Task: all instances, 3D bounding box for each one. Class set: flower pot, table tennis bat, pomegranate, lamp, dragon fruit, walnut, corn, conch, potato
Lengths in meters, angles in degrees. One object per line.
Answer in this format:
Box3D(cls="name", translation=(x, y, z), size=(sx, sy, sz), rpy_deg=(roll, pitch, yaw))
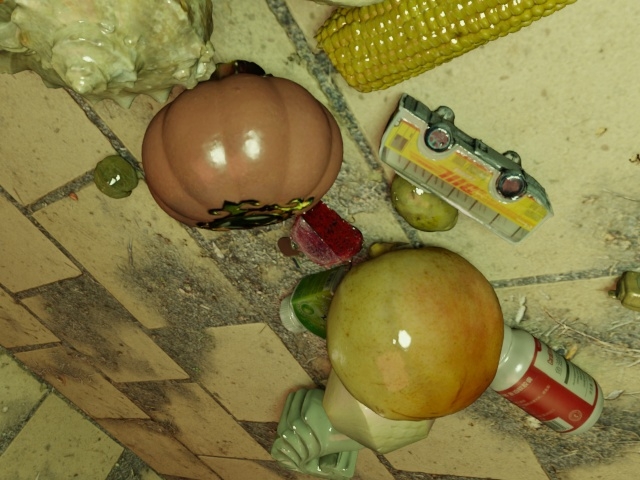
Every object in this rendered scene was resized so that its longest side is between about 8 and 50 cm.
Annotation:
Box3D(cls="flower pot", translation=(0.004, 0.539, 1.463), size=(0.253, 0.165, 0.368), rpy_deg=(17, 137, 4))
Box3D(cls="table tennis bat", translation=(-0.061, 0.026, 1.104), size=(0.050, 0.007, 0.083), rpy_deg=(-4, 127, 30))
Box3D(cls="pomegranate", translation=(0.157, 0.144, 0.905), size=(0.318, 0.319, 0.319), rpy_deg=(15, 137, 14))
Box3D(cls="lamp", translation=(-0.119, -0.142, 0.794), size=(0.305, 0.240, 0.305), rpy_deg=(-10, 169, -2))
Box3D(cls="dragon fruit", translation=(0.000, 0.000, 0.982), size=(0.147, 0.102, 0.096), rpy_deg=(44, 129, -4))
Box3D(cls="walnut", translation=(-0.426, -0.131, 1.085), size=(0.092, 0.092, 0.092), rpy_deg=(15, 137, 14))
Box3D(cls="corn", translation=(0.158, -0.280, 0.590), size=(0.387, 0.144, 0.144), rpy_deg=(-22, 119, 40))
Box3D(cls="conch", translation=(-0.264, -0.275, 0.654), size=(0.296, 0.352, 0.210), rpy_deg=(-9, 126, 13))
Box3D(cls="potato", translation=(0.169, -0.061, 0.851), size=(0.091, 0.070, 0.138), rpy_deg=(-21, 120, 41))

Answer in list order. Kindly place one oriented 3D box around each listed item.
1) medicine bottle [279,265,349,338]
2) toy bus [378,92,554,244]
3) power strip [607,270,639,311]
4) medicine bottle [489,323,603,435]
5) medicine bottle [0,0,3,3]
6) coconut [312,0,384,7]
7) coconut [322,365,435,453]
Box3D(cls="medicine bottle", translation=(0.006, 0.141, 1.123), size=(0.188, 0.088, 0.132), rpy_deg=(-21, 120, 39))
Box3D(cls="toy bus", translation=(0.207, -0.103, 0.759), size=(0.268, 0.092, 0.106), rpy_deg=(32, 123, -5))
Box3D(cls="power strip", translation=(0.607, 0.102, 0.789), size=(0.305, 0.064, 0.044), rpy_deg=(12, 129, 17))
Box3D(cls="medicine bottle", translation=(0.405, 0.259, 1.000), size=(0.250, 0.131, 0.131), rpy_deg=(35, 138, -7))
Box3D(cls="medicine bottle", translation=(-0.383, -0.345, 0.825), size=(0.222, 0.112, 0.149), rpy_deg=(24, 138, 4))
Box3D(cls="coconut", translation=(0.003, -0.376, 0.472), size=(0.254, 0.297, 0.297), rpy_deg=(34, 147, 38))
Box3D(cls="coconut", translation=(0.125, 0.325, 1.122), size=(0.259, 0.259, 0.259), rpy_deg=(15, 137, 14))
